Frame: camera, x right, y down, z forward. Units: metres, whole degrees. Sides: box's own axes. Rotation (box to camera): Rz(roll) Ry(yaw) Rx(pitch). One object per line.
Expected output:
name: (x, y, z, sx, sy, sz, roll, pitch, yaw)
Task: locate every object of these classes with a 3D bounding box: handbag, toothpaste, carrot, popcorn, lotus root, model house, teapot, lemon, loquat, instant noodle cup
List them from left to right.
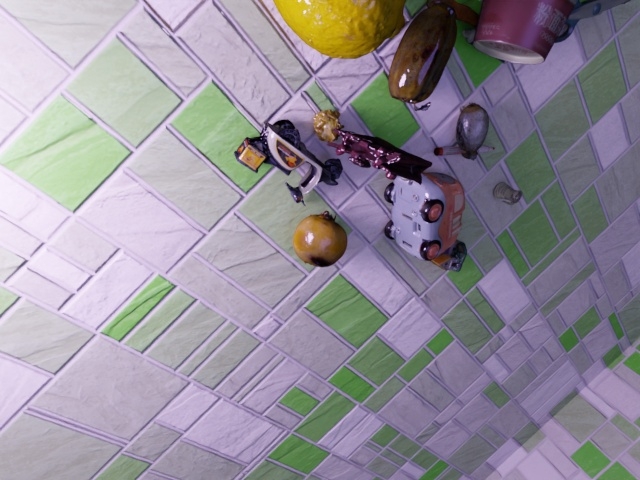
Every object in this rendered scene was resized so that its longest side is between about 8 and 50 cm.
loquat: (0.000, 0.000, 1.224, 0.163, 0.137, 0.163, -2, 109, -6)
popcorn: (0.020, -0.288, 1.124, 0.082, 0.057, 0.083, 29, 105, -27)
lemon: (0.030, -0.511, 0.883, 0.322, 0.268, 0.268, 40, 96, -13)
handbag: (0.147, -0.206, 1.110, 0.216, 0.203, 0.074, -4, 120, -54)
lotus root: (0.248, -0.450, 1.103, 0.124, 0.123, 0.241, -3, 120, -56)
model house: (0.407, 0.043, 1.467, 0.100, 0.088, 0.101, 5, 110, -29)
carrot: (0.344, -0.575, 1.131, 0.191, 0.047, 0.047, 3, 115, -32)
lotus root: (0.431, -0.309, 1.284, 0.088, 0.088, 0.165, -9, 113, -21)
toothpaste: (0.454, -0.529, 1.211, 0.197, 0.035, 0.057, 7, 129, -30)
teapot: (0.613, -0.148, 1.463, 0.057, 0.083, 0.067, -20, 121, -20)
instant noodle cup: (0.487, -0.542, 1.085, 0.234, 0.235, 0.179, 8, 107, -28)

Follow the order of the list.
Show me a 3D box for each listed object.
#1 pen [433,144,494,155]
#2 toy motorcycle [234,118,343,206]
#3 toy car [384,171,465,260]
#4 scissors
pen: (0.436, -0.270, 1.348, 0.218, 0.026, 0.026, -7, 119, -22)
toy motorcycle: (-0.065, -0.191, 1.121, 0.263, 0.091, 0.157, 32, 108, -33)
toy car: (0.321, -0.085, 1.312, 0.212, 0.180, 0.271, -23, 125, -25)
scissors: (0.765, -0.658, 1.280, 0.289, 0.041, 0.138, -19, 124, -10)
